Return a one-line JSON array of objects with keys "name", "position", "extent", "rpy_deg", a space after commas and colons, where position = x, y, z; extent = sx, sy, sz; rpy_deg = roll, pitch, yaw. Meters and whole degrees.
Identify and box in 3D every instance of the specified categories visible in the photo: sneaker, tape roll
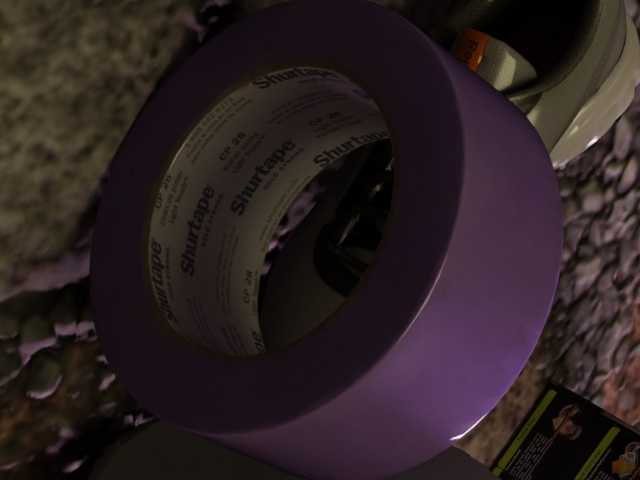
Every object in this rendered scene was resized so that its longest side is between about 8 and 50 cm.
[{"name": "sneaker", "position": [0.050, -0.032, 0.898], "extent": [0.271, 0.100, 0.108], "rpy_deg": [-54, 158, -16]}, {"name": "tape roll", "position": [0.000, 0.000, 0.814], "extent": [0.080, 0.189, 0.189], "rpy_deg": [31, 89, -48]}]

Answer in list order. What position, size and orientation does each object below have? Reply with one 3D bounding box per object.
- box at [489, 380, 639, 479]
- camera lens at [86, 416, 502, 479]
[{"name": "box", "position": [0.146, 0.197, 1.071], "extent": [0.191, 0.184, 0.045], "rpy_deg": [-55, 136, -7]}, {"name": "camera lens", "position": [-0.022, 0.239, 0.904], "extent": [0.219, 0.219, 0.274], "rpy_deg": [-12, 120, -40]}]
